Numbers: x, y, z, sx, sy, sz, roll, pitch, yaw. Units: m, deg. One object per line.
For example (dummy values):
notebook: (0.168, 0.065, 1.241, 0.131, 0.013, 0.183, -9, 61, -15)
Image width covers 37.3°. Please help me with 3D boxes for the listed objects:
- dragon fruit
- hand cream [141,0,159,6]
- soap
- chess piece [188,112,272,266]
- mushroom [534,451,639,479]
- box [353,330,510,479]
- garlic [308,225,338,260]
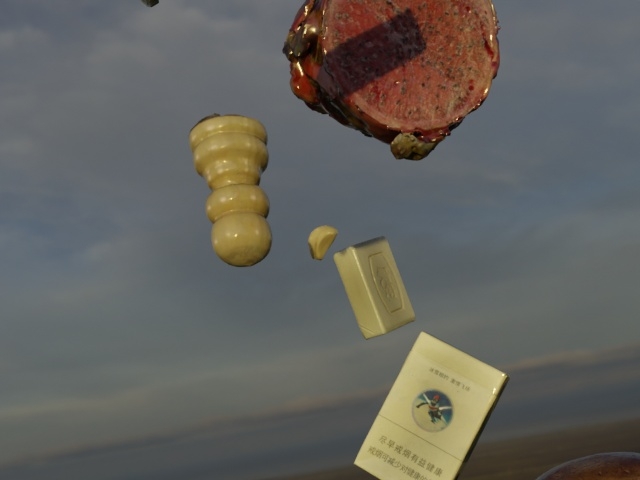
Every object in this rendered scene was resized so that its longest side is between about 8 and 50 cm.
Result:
dragon fruit: (0.095, -0.278, 1.391, 0.314, 0.296, 0.263, -52, 12, -14)
hand cream: (-0.053, -0.302, 0.868, 0.276, 0.095, 0.059, -34, 37, -11)
soap: (0.107, 0.092, 1.868, 0.064, 0.183, 0.121, -24, -4, 38)
chess piece: (-0.149, -0.076, 1.635, 0.143, 0.261, 0.143, -7, -26, -3)
mushroom: (0.489, 0.485, 1.669, 0.345, 0.239, 0.345, -9, -51, -12)
box: (0.189, 0.304, 1.605, 0.164, 0.256, 0.069, 27, -2, 20)
garlic: (0.001, 0.000, 2.011, 0.041, 0.083, 0.053, 13, -19, 47)
